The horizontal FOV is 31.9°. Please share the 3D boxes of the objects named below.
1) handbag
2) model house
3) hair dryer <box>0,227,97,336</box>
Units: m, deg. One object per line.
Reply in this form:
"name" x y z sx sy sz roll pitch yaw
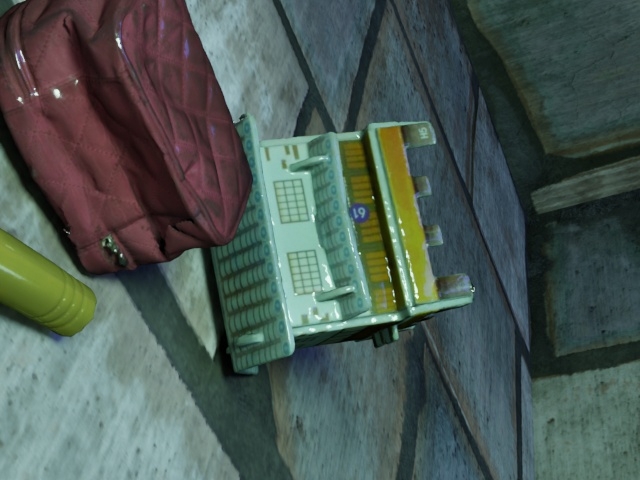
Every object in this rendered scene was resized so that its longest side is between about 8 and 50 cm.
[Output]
"handbag" -0.150 -0.089 0.845 0.146 0.135 0.225 -81 154 -53
"model house" 0.000 0.000 1.078 0.198 0.215 0.224 144 -63 -68
"hair dryer" -0.218 -0.009 0.682 0.278 0.090 0.135 51 27 -64
